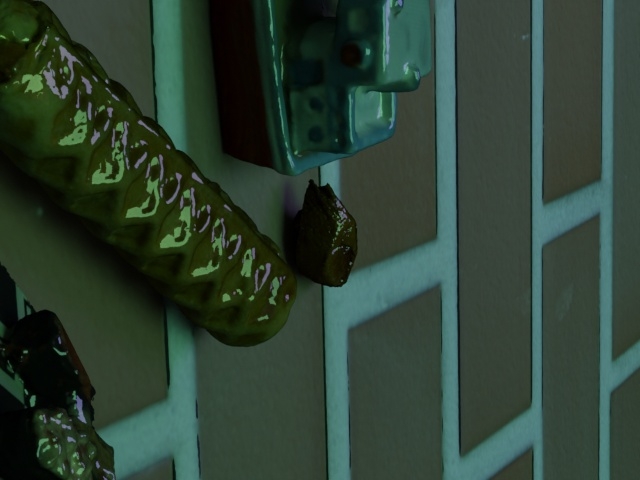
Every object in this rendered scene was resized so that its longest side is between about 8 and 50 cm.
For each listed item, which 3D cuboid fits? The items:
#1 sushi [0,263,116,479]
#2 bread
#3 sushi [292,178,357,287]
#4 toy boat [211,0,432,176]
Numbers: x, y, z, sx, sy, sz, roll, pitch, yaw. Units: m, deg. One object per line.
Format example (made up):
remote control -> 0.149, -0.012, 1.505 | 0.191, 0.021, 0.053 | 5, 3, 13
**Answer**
sushi -> -0.140, 0.131, 0.872 | 0.279, 0.043, 0.192 | -97, 166, -47
bread -> -0.109, -0.029, 0.998 | 0.077, 0.084, 0.367 | -39, 145, 1
sushi -> 0.000, 0.000, 1.241 | 0.050, 0.047, 0.099 | -36, 142, -41
toy boat -> 0.006, -0.215, 1.126 | 0.145, 0.133, 0.332 | -22, 113, -58
